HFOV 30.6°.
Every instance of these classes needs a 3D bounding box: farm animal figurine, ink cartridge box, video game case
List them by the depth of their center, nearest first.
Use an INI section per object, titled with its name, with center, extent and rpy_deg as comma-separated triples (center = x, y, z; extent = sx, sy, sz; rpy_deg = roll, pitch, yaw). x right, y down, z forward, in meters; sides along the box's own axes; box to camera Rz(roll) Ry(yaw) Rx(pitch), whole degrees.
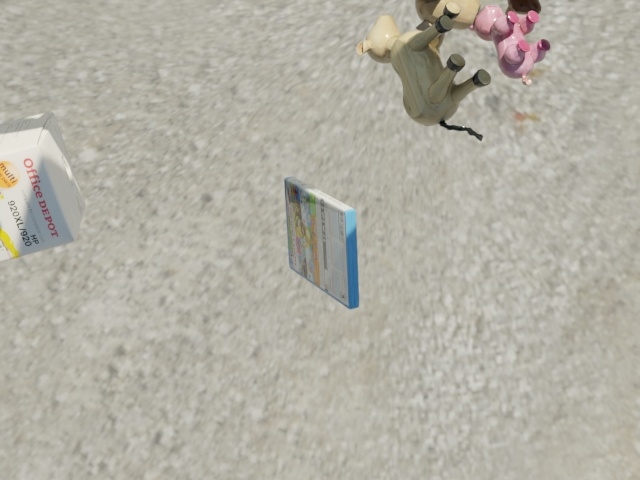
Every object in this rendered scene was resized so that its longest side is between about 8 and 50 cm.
[video game case]
center = 0.000, 0.000, 1.382
extent = 0.015, 0.166, 0.119
rpy_deg = -12, 111, -24
[farm animal figurine]
center = 0.126, -0.305, 1.400
extent = 0.327, 0.330, 0.172
rpy_deg = 43, 144, -5
[ink cartridge box]
center = -0.505, -0.072, 1.809
extent = 0.232, 0.168, 0.171
rpy_deg = -15, 115, 2
